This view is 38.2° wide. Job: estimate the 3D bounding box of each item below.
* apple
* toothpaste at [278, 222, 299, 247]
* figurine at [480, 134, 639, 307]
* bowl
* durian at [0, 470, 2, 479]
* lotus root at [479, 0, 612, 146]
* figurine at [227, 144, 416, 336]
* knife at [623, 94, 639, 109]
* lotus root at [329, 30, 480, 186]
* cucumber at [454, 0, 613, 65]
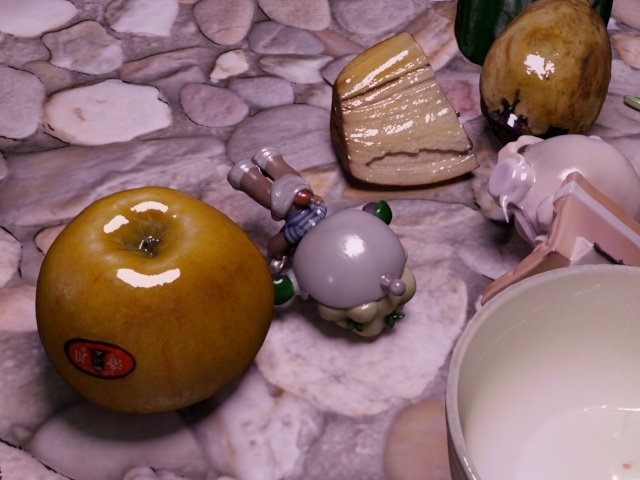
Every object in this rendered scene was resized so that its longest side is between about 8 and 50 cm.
[{"bbox_3d":[-0.128,0.043,0.710,0.182,0.155,0.182,-2,43,1],"label":"apple"},{"bbox_3d":[0.000,0.002,0.860,0.083,0.019,0.027,16,70,13],"label":"toothpaste"},{"bbox_3d":[0.219,-0.009,0.826,0.162,0.141,0.237,32,41,-13],"label":"figurine"},{"bbox_3d":[0.211,0.159,0.631,0.277,0.145,0.277,2,46,-2],"label":"bowl"},{"bbox_3d":[-0.260,0.168,0.627,0.080,0.080,0.091,6,2,1],"label":"durian"},{"bbox_3d":[0.240,-0.183,0.967,0.138,0.138,0.214,19,68,14],"label":"lotus root"},{"bbox_3d":[0.000,0.001,0.805,0.147,0.093,0.197,-36,60,-24],"label":"figurine"},{"bbox_3d":[0.439,-0.126,1.030,0.207,0.014,0.030,25,48,17],"label":"knife"},{"bbox_3d":[0.072,-0.127,0.956,0.135,0.095,0.159,-16,88,-13],"label":"lotus root"},{"bbox_3d":[0.245,-0.293,1.112,0.191,0.130,0.191,4,38,-3],"label":"cucumber"}]
